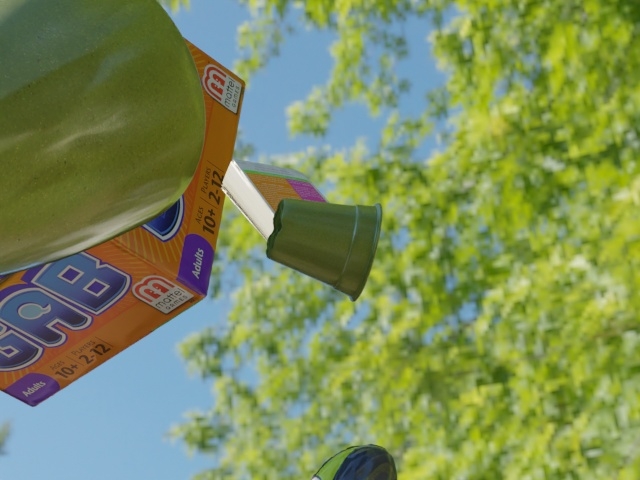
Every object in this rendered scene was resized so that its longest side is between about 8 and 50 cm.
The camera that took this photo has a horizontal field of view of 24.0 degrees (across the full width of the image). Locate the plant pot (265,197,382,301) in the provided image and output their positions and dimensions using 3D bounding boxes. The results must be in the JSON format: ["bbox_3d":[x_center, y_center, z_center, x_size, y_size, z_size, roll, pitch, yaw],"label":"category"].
[{"bbox_3d":[0.000,0.000,1.215,0.079,0.083,0.083,15,-36,-10],"label":"plant pot"}]

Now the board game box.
[{"bbox_3d":[-0.356,-0.080,1.835,0.356,0.356,0.356,34,-47,-28],"label":"board game box"}]

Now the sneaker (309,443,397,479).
[{"bbox_3d":[0.047,0.280,1.058,0.121,0.300,0.111,-13,-37,21],"label":"sneaker"}]

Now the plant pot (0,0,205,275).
[{"bbox_3d":[-0.285,-0.081,1.276,0.275,0.293,0.274,9,-65,21],"label":"plant pot"}]

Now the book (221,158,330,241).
[{"bbox_3d":[-0.022,-0.024,1.486,0.096,0.144,0.035,3,-57,-38],"label":"book"}]
